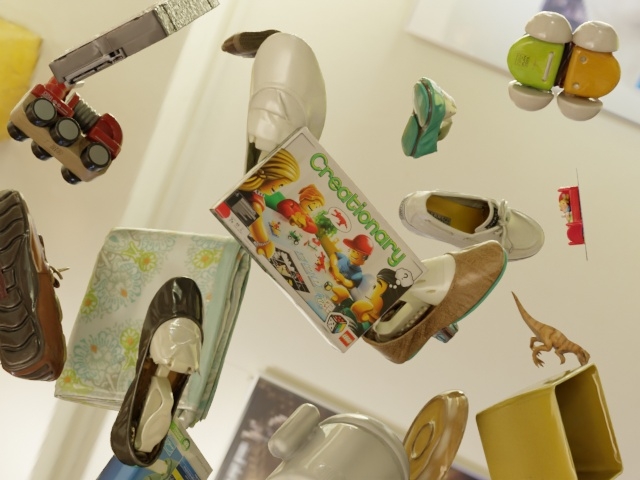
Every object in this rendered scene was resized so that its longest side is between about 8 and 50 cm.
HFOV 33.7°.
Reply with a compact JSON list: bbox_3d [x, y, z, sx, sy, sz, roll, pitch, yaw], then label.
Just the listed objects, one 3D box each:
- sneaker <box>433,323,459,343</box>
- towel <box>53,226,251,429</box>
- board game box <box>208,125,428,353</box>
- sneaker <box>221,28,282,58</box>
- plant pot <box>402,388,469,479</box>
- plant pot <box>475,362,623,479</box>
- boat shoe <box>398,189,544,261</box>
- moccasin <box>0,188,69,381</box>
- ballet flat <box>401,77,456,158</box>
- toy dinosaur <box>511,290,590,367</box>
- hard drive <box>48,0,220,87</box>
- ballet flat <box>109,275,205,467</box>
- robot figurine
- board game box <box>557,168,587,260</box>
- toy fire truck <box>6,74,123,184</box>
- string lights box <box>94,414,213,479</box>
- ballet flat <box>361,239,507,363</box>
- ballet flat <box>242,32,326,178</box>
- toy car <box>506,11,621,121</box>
[{"bbox_3d":[0.225,0.143,2.214,0.104,0.125,0.262,-44,14,13],"label":"sneaker"},{"bbox_3d":[-0.318,0.153,2.004,0.090,0.321,0.374,51,-130,-59],"label":"towel"},{"bbox_3d":[0.000,0.000,1.642,0.193,0.305,0.053,-44,11,-11],"label":"board game box"},{"bbox_3d":[-0.146,-0.447,2.410,0.188,0.071,0.066,-2,-92,-50],"label":"sneaker"},{"bbox_3d":[0.198,0.377,1.957,0.236,0.032,0.236,-59,11,18],"label":"plant pot"},{"bbox_3d":[0.411,0.360,1.950,0.212,0.187,0.212,-10,-94,-55],"label":"plant pot"},{"bbox_3d":[0.368,-0.044,2.350,0.156,0.367,0.135,-18,57,65],"label":"boat shoe"},{"bbox_3d":[-0.544,0.079,1.950,0.139,0.380,0.147,-27,-22,4],"label":"moccasin"},{"bbox_3d":[0.214,-0.241,2.022,0.247,0.087,0.083,99,154,-64],"label":"ballet flat"},{"bbox_3d":[0.471,0.199,2.223,0.064,0.211,0.112,-33,-25,-55],"label":"toy dinosaur"},{"bbox_3d":[-0.343,-0.394,1.992,0.237,0.064,0.339,-22,17,20],"label":"hard drive"},{"bbox_3d":[-0.215,0.192,1.487,0.096,0.095,0.280,24,98,60],"label":"ballet flat"},{"bbox_3d":[0.027,0.427,1.799,0.200,0.300,0.353,-27,7,36],"label":"robot figurine"},{"bbox_3d":[0.366,-0.036,1.543,0.169,0.033,0.133,-6,-90,-75],"label":"board game box"},{"bbox_3d":[-0.515,-0.265,2.228,0.158,0.217,0.246,-24,33,47],"label":"toy fire truck"},{"bbox_3d":[-0.280,0.400,1.590,0.259,0.077,0.133,-57,-49,-40],"label":"string lights box"},{"bbox_3d":[0.174,0.100,1.807,0.342,0.124,0.116,-47,30,46],"label":"ballet flat"},{"bbox_3d":[-0.076,-0.159,1.793,0.400,0.139,0.139,101,-166,-45],"label":"ballet flat"},{"bbox_3d":[0.393,-0.291,1.716,0.136,0.182,0.159,-73,-6,-61],"label":"toy car"}]
